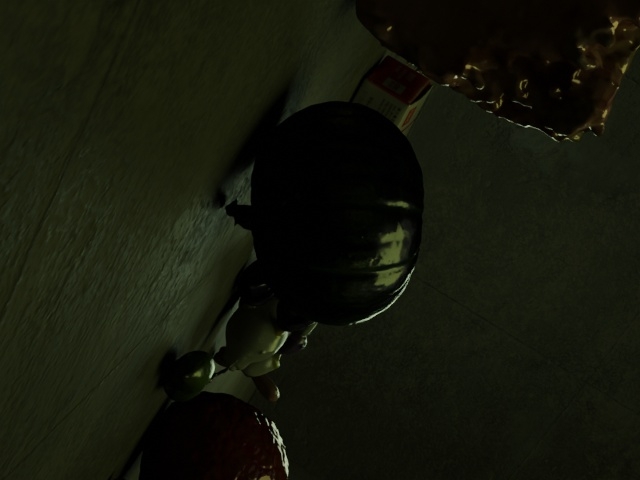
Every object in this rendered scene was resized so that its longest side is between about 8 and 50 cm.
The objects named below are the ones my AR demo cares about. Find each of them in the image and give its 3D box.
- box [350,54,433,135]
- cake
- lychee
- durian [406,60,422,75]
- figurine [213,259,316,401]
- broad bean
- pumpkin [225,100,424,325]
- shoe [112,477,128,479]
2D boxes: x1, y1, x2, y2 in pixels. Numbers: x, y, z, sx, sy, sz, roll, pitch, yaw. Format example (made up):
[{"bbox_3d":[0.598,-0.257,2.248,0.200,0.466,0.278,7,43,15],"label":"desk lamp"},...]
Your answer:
[{"bbox_3d":[0.091,-0.187,1.732,0.182,0.099,0.133,-61,174,31],"label":"box"},{"bbox_3d":[0.236,-0.302,1.147,0.306,0.314,0.293,-59,175,37],"label":"cake"},{"bbox_3d":[-0.179,0.390,1.776,0.255,0.299,0.255,-18,-167,4],"label":"lychee"},{"bbox_3d":[0.191,-0.358,1.904,0.140,0.078,0.224,-46,174,38],"label":"durian"},{"bbox_3d":[-0.088,0.156,1.805,0.193,0.154,0.421,-52,173,-17],"label":"figurine"},{"bbox_3d":[-0.182,0.192,1.546,0.098,0.056,0.318,-39,176,-3],"label":"broad bean"},{"bbox_3d":[0.005,-0.031,1.167,0.250,0.216,0.249,0,90,-83],"label":"pumpkin"},{"bbox_3d":[-0.335,0.481,1.663,0.098,0.103,0.274,-52,167,-50],"label":"shoe"}]
